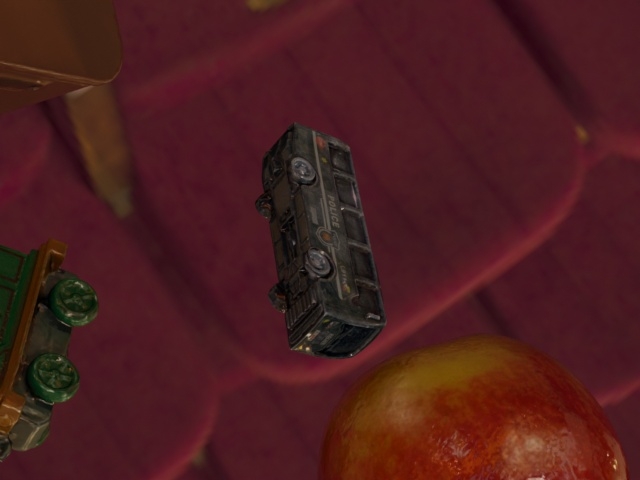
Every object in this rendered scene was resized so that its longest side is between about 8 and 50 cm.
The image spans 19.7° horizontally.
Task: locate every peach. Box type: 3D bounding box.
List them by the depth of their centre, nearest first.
[{"bbox_3d":[0.095,0.158,1.150,0.190,0.192,0.190,-12,142,-10],"label":"peach"}]

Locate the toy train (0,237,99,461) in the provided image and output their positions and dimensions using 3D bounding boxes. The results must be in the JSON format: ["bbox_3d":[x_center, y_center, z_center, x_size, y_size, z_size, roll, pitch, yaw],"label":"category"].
[{"bbox_3d":[-0.263,0.083,1.511,0.091,0.136,0.228,-53,-161,44],"label":"toy train"}]

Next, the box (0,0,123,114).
[{"bbox_3d":[-0.357,-0.274,1.633,0.229,0.339,0.239,-18,168,30],"label":"box"}]

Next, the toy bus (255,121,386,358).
[{"bbox_3d":[0.000,0.000,1.185,0.065,0.166,0.047,18,134,-31],"label":"toy bus"}]
